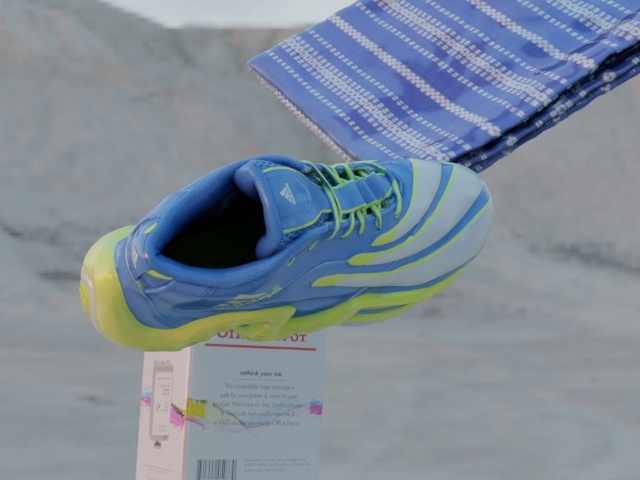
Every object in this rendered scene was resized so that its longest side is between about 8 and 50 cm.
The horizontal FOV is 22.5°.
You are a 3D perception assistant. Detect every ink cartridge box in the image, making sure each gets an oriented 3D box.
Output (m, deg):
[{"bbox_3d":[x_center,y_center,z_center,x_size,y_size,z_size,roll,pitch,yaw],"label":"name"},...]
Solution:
[{"bbox_3d":[-0.062,0.108,1.126,0.115,0.198,0.067,6,-3,-36],"label":"ink cartridge box"}]

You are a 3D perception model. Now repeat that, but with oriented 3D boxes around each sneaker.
[{"bbox_3d":[0.000,0.000,0.828,0.240,0.091,0.126,-17,-9,-21],"label":"sneaker"}]

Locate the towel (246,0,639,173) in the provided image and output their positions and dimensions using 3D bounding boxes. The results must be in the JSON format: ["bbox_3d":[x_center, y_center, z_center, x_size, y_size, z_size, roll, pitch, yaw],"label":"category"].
[{"bbox_3d":[0.137,-0.161,1.046,0.336,0.040,0.243,-32,36,-9],"label":"towel"}]
